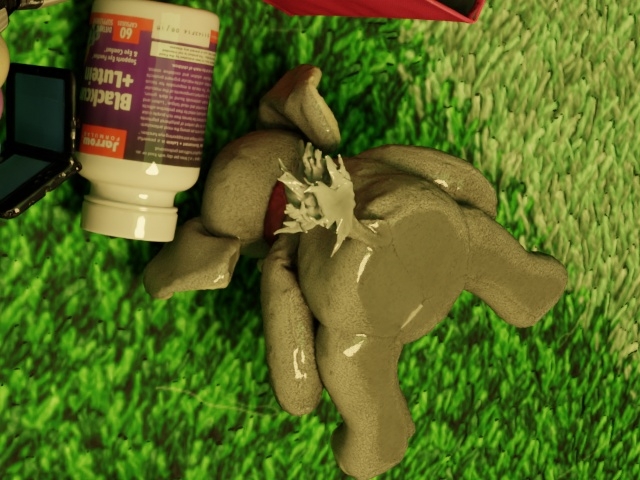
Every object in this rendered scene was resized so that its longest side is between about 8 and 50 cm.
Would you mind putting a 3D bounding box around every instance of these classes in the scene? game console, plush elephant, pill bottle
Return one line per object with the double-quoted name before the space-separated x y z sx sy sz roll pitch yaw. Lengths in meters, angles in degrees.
"game console" -0.243 -0.079 1.154 0.107 0.122 0.071 -40 119 -23
"plush elephant" 0.000 0.000 1.288 0.272 0.255 0.330 -48 130 -9
"pill bottle" -0.149 -0.100 1.228 0.108 0.108 0.193 5 95 -37

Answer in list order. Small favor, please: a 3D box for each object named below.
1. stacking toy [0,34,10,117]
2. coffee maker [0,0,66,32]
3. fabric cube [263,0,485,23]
"stacking toy" -0.298 -0.004 1.095 0.141 0.141 0.330 -20 132 -32
"coffee maker" -0.253 -0.245 1.135 0.178 0.120 0.171 -32 96 -29
"fabric cube" -0.003 -0.341 1.198 0.259 0.258 0.254 21 87 -37
